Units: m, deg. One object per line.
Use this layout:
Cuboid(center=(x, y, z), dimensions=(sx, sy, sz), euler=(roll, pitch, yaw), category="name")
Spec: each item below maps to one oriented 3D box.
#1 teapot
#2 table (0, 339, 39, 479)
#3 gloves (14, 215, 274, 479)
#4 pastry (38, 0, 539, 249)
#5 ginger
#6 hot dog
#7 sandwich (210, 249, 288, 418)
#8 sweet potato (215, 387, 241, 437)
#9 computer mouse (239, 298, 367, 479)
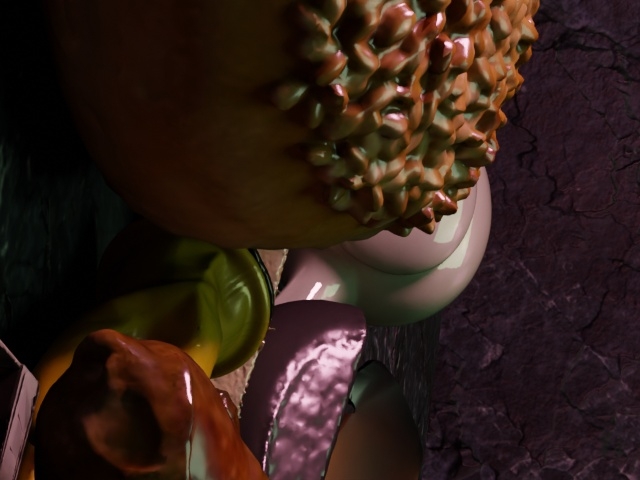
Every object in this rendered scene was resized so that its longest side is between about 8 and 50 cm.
Cuboid(center=(0.034, 0.016, 1.684), dimensions=(0.149, 0.220, 0.318), euler=(129, -25, -72), category="teapot")
Cuboid(center=(-0.183, 0.126, 0.940), dimensions=(0.175, 0.062, 0.146), euler=(69, 30, -64), category="table")
Cuboid(center=(-0.123, 0.093, 1.125), dimensions=(0.294, 0.116, 0.133), euler=(-57, 166, -61), category="gloves")
Cuboid(center=(0.002, -0.178, 1.148), dimensions=(0.409, 0.245, 0.410), euler=(5, 90, -71), category="pastry")
Cuboid(center=(-0.078, 0.259, 0.977), dimensions=(0.418, 0.176, 0.254), euler=(81, 13, -48), category="ginger")
Cuboid(center=(-0.032, 0.249, 1.754), dimensions=(0.326, 0.107, 0.194), euler=(-39, 110, -49), category="hot dog")
Cuboid(center=(-0.070, 0.039, 1.372), dimensions=(0.162, 0.058, 0.193), euler=(165, -56, -75), category="sandwich")
Cuboid(center=(-0.125, 0.268, 1.243), dimensions=(0.112, 0.112, 0.359), euler=(70, 33, -69), category="sweet potato")
Cuboid(center=(-0.060, 0.151, 1.451), dimensions=(0.170, 0.100, 0.269), euler=(-42, -154, 56), category="computer mouse")
